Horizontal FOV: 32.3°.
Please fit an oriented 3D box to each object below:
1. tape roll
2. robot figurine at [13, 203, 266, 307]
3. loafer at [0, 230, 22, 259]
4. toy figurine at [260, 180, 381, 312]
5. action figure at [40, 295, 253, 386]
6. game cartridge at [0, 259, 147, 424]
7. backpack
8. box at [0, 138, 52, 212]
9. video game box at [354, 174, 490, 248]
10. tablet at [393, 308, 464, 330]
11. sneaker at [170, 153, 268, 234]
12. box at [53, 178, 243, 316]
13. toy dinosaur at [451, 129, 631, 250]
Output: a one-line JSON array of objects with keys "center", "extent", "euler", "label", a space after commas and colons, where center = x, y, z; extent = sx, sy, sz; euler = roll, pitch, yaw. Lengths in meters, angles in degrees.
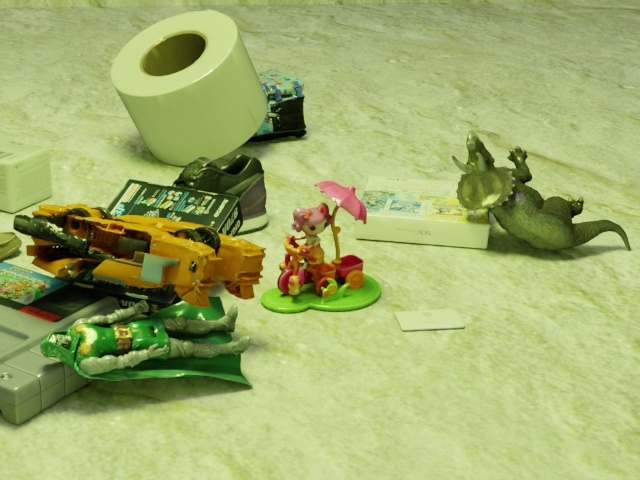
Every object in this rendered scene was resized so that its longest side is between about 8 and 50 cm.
[{"center": [-0.235, -0.276, 2.005], "extent": [0.246, 0.169, 0.246], "euler": [-13, 42, 12], "label": "tape roll"}, {"center": [-0.227, 0.012, 1.337], "extent": [0.291, 0.085, 0.211], "euler": [10, 6, 26], "label": "robot figurine"}, {"center": [-0.504, 0.001, 1.585], "extent": [0.148, 0.050, 0.056], "euler": [-6, 24, -17], "label": "loafer"}, {"center": [0.000, 0.000, 1.474], "extent": [0.173, 0.159, 0.130], "euler": [-11, 25, -27], "label": "toy figurine"}, {"center": [-0.199, 0.113, 1.247], "extent": [0.232, 0.063, 0.137], "euler": [-3, 43, -27], "label": "action figure"}, {"center": [-0.409, 0.101, 1.342], "extent": [0.355, 0.068, 0.230], "euler": [14, 30, 29], "label": "game cartridge"}, {"center": [-0.132, -0.257, 2.154], "extent": [0.173, 0.117, 0.158], "euler": [-13, 26, -26], "label": "backpack"}, {"center": [-0.507, -0.107, 1.798], "extent": [0.101, 0.087, 0.102], "euler": [13, 24, 26], "label": "box"}, {"center": [0.166, -0.048, 1.749], "extent": [0.205, 0.048, 0.187], "euler": [5, 21, 8], "label": "video game box"}, {"center": [0.141, 0.102, 1.435], "extent": [0.083, 0.006, 0.054], "euler": [-2, 22, -9], "label": "tablet"}, {"center": [-0.205, -0.063, 1.660], "extent": [0.283, 0.124, 0.107], "euler": [-19, 29, -39], "label": "sneaker"}, {"center": [-0.226, 0.012, 1.483], "extent": [0.175, 0.051, 0.220], "euler": [10, 44, 18], "label": "box"}, {"center": [0.316, -0.043, 1.663], "extent": [0.313, 0.121, 0.160], "euler": [38, 36, -5], "label": "toy dinosaur"}]
